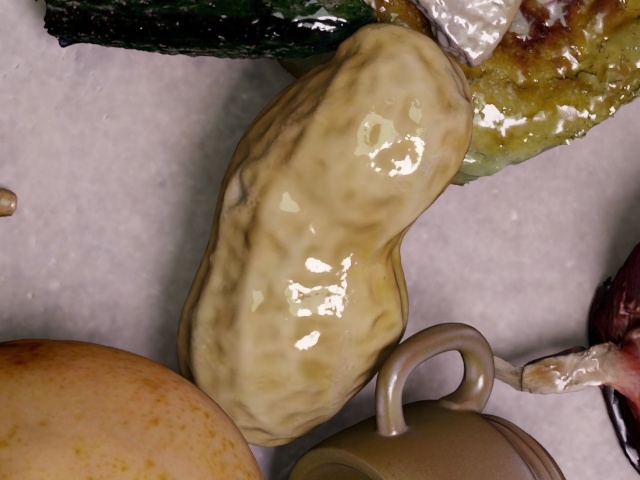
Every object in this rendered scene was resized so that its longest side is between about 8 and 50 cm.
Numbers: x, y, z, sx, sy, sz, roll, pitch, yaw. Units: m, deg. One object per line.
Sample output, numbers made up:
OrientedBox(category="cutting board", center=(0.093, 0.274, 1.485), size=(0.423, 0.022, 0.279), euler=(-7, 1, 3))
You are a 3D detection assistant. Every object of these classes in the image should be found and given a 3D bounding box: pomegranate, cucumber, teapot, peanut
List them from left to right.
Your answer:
OrientedBox(category="pomegranate", center=(-0.164, 0.217, 1.228), size=(0.319, 0.319, 0.319), euler=(0, 91, -5))
OrientedBox(category="cucumber", center=(-0.083, -0.150, 1.298), size=(0.245, 0.067, 0.067), euler=(8, 90, 23))
OrientedBox(category="peanut", center=(0.000, 0.000, 1.287), size=(0.147, 0.147, 0.305), euler=(16, 111, -5))
OrientedBox(category="teapot", center=(0.091, 0.181, 1.314), size=(0.175, 0.185, 0.267), euler=(-19, 113, -36))

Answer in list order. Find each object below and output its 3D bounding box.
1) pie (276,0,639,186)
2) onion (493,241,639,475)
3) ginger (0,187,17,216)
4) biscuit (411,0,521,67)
OrientedBox(category="pie", center=(0.109, -0.200, 1.344), size=(0.355, 0.103, 0.288), euler=(-28, 95, -3))
OrientedBox(category="onion", center=(0.307, 0.078, 1.306), size=(0.272, 0.230, 0.256), euler=(-41, 94, -11))
OrientedBox(category="ginger", center=(-0.249, -0.049, 1.351), size=(0.097, 0.030, 0.048), euler=(18, 117, -3))
OrientedBox(category="biscuit", center=(0.061, -0.242, 1.270), size=(0.133, 0.032, 0.250), euler=(-42, 94, 0))
